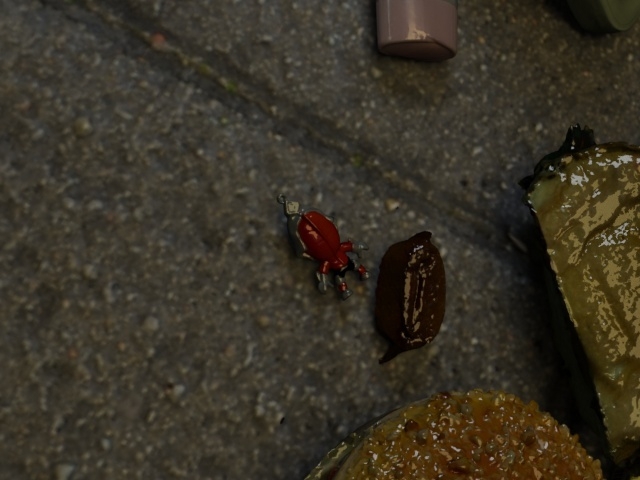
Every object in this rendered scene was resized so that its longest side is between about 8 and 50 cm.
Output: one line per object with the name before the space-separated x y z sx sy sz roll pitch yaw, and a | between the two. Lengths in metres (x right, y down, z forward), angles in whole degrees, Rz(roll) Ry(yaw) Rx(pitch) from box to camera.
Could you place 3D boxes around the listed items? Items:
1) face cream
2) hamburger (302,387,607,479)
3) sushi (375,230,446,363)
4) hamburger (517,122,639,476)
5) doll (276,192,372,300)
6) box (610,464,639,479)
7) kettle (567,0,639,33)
face cream | 0.092 -0.274 0.935 0.084 0.057 0.198 3 79 -20
hamburger | 0.114 0.266 0.785 0.302 0.170 0.302 3 80 -18
sushi | 0.078 0.052 0.876 0.052 0.055 0.120 -2 91 -29
hamburger | 0.307 0.039 0.867 0.211 0.132 0.308 -17 76 8
doll | 0.000 0.000 0.868 0.057 0.039 0.114 -39 103 7
box | 0.394 0.275 0.891 0.260 0.062 0.175 23 73 6
kettle | 0.296 -0.408 0.968 0.205 0.265 0.318 29 68 20
